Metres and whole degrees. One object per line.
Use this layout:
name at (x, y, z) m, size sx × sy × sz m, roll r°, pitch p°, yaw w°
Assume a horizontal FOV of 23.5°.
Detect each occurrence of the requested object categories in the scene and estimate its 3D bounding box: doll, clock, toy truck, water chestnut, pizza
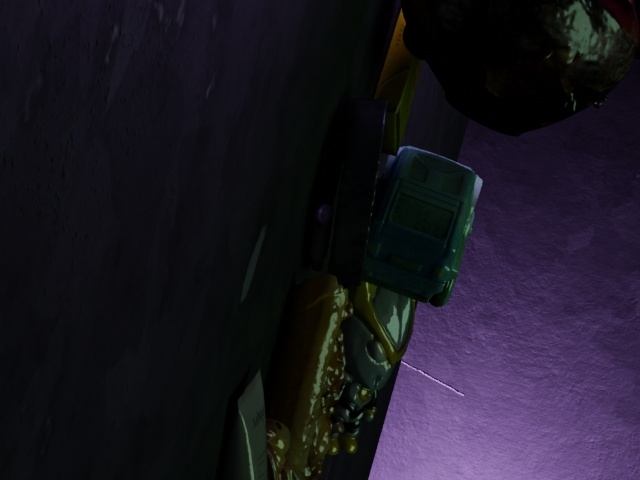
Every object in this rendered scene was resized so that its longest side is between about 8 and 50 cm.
doll at (0.064, 0.155, 2.223) m, size 0.103 × 0.145 × 0.316 m, roll 33°, pitch -74°, yaw 58°
clock at (0.041, -0.057, 1.744) m, size 0.215 × 0.042 × 0.215 m, roll 9°, pitch 90°, yaw -89°
toy truck at (0.136, -0.030, 2.113) m, size 0.279 × 0.155 × 0.156 m, roll -66°, pitch 176°, yaw -55°
water chestnut at (0.274, -0.315, 1.900) m, size 0.347 × 0.335 × 0.335 m, roll -41°, pitch -172°, yaw 24°
pizza at (-0.019, 0.198, 1.752) m, size 0.182 × 0.073 × 0.365 m, roll -31°, pitch 136°, yaw -67°

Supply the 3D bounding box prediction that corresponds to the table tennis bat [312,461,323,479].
table tennis bat at (-0.031, 0.340, 2.037) m, size 0.321 × 0.050 × 0.198 m, roll 99°, pitch 7°, yaw -58°

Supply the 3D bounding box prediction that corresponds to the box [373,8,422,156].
box at (0.121, -0.269, 2.071) m, size 0.153 × 0.041 × 0.279 m, roll 84°, pitch 21°, yaw -73°

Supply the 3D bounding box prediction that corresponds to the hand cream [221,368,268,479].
hand cream at (-0.074, 0.227, 1.516) m, size 0.087 × 0.054 × 0.186 m, roll -53°, pitch 148°, yaw -69°

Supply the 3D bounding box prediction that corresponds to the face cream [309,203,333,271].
face cream at (0.000, 0.000, 1.729) m, size 0.040 × 0.021 × 0.083 m, roll -72°, pitch 172°, yaw -49°

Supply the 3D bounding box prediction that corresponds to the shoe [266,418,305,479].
shoe at (-0.055, 0.240, 1.592) m, size 0.109 × 0.072 × 0.069 m, roll 64°, pitch 28°, yaw -5°
